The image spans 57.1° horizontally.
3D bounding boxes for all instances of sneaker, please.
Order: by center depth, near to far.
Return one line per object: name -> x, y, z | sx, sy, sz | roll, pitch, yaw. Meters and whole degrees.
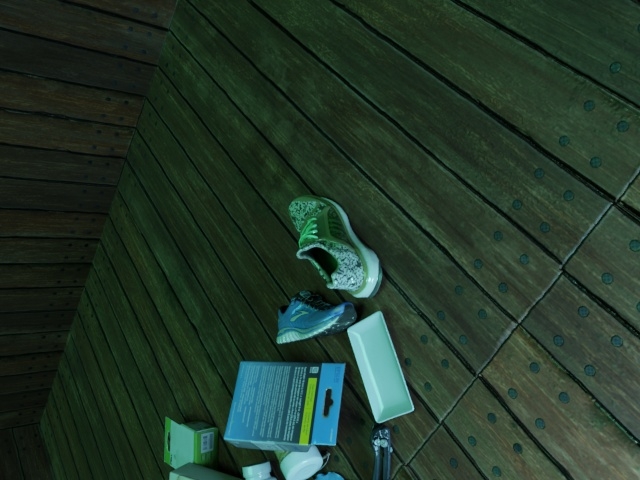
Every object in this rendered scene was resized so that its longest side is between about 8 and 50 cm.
sneaker -> 0.000, 0.000, 1.658 | 0.410, 0.182, 0.158 | 48, 123, 38
sneaker -> -0.029, 0.215, 1.725 | 0.330, 0.130, 0.147 | -20, 76, 46

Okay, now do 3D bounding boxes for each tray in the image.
tray -> 0.164, 0.338, 1.578 | 0.145, 0.030, 0.270 | -36, 63, 41

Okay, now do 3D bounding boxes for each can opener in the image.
can opener -> 0.163, 0.580, 1.563 | 0.059, 0.073, 0.186 | -4, 89, 9

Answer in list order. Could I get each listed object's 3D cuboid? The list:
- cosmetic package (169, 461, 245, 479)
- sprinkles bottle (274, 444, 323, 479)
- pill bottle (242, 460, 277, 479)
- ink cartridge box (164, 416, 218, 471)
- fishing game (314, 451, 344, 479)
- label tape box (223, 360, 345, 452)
cosmetic package -> -0.371, 0.893, 2.026 | 0.310, 0.113, 0.160 | 3, 92, 27
sprinkles bottle -> -0.123, 0.558, 1.810 | 0.355, 0.121, 0.121 | 54, 126, 39
pill bottle -> -0.190, 0.832, 1.886 | 0.124, 0.124, 0.221 | -27, 70, 44
ink cartridge box -> -0.501, 0.787, 2.259 | 0.255, 0.097, 0.188 | 2, 91, 49
fishing game -> 0.036, 0.763, 1.703 | 0.189, 0.041, 0.264 | -46, 50, 28
label tape box -> -0.088, 0.480, 1.705 | 0.334, 0.106, 0.240 | -2, 56, 18
